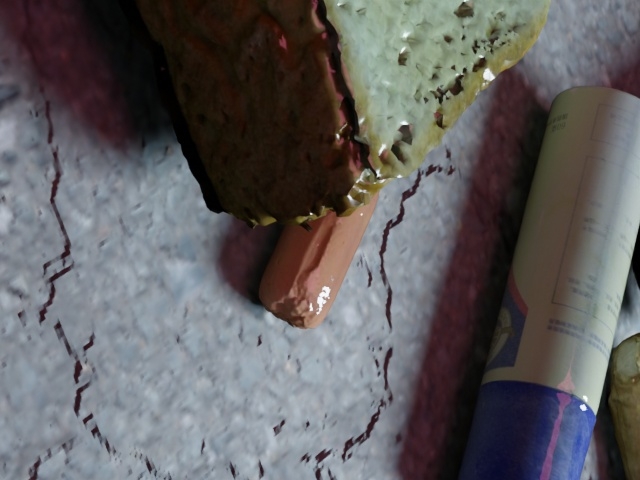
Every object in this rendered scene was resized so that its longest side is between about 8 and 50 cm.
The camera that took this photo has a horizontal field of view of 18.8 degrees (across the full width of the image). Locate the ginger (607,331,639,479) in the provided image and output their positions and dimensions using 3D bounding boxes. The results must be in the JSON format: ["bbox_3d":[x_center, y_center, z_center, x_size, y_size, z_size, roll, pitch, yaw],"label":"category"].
[{"bbox_3d":[0.198,0.213,1.002,0.148,0.081,0.333,-2,75,-32],"label":"ginger"}]

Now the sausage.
[{"bbox_3d":[0.000,0.000,0.848,0.034,0.034,0.083,45,56,-34],"label":"sausage"}]

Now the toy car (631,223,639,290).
[{"bbox_3d":[0.247,-0.019,1.055,0.210,0.108,0.089,-37,111,-49],"label":"toy car"}]

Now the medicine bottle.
[{"bbox_3d":[0.117,0.035,0.952,0.059,0.059,0.230,38,59,-38],"label":"medicine bottle"}]

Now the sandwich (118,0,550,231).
[{"bbox_3d":[-0.006,-0.173,0.809,0.249,0.095,0.273,-46,119,-50],"label":"sandwich"}]
